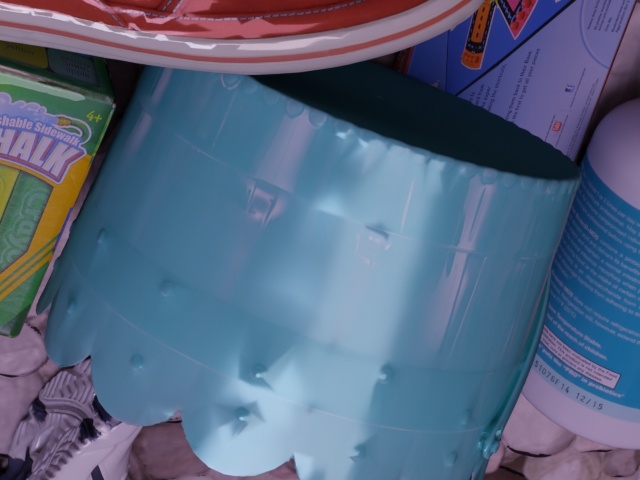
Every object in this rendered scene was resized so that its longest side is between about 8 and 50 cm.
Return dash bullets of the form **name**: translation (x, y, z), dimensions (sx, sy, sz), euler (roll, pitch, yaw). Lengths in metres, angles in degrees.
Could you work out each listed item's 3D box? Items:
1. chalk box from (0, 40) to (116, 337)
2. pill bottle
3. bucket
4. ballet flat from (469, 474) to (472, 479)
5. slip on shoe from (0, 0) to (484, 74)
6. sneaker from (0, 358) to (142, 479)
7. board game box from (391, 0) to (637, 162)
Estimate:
- **chalk box**: translation (-0.197, -0.076, 0.712), dimensions (0.132, 0.132, 0.213), euler (13, 120, -25)
- **pill bottle**: translation (0.234, 0.004, 0.894), dimensions (0.146, 0.146, 0.264), euler (4, 124, -20)
- **bucket**: translation (0.000, 0.000, 0.723), dimensions (0.281, 0.281, 0.183), euler (14, 107, -26)
- **ballet flat**: translation (0.090, 0.146, 1.016), dimensions (0.084, 0.058, 0.250), euler (-38, 143, -34)
- **slip on shoe**: translation (-0.075, -0.149, 0.599), dimensions (0.331, 0.123, 0.101), euler (5, 128, -10)
- **sneaker**: translation (-0.149, 0.184, 0.941), dimensions (0.153, 0.094, 0.235), euler (24, 115, -31)
- **board game box**: translation (0.122, -0.125, 0.841), dimensions (0.145, 0.027, 0.281), euler (2, 124, -20)
